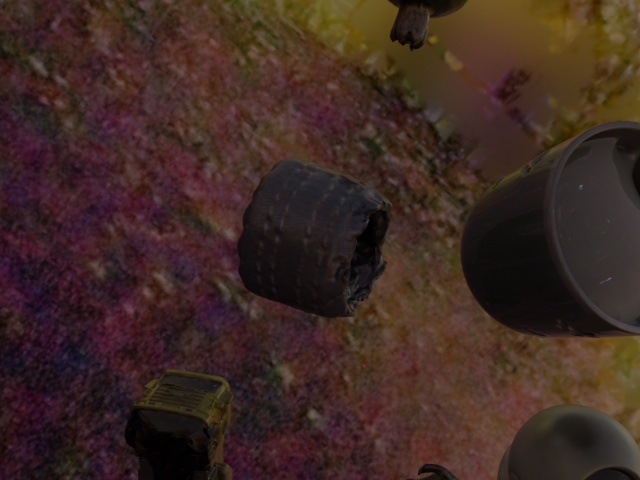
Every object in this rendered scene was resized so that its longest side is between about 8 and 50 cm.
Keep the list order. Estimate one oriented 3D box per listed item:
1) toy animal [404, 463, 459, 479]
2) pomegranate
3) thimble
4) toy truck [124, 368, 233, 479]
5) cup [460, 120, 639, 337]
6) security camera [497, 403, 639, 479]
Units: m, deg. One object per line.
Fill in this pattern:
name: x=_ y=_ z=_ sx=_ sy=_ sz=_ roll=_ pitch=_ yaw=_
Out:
toy animal: x=0.182 y=0.396 z=1.101 sx=0.073 sy=0.176 sz=0.217 roll=-108 pitch=-176 yaw=-57
pomegranate: x=0.187 y=-0.479 z=1.406 sx=0.202 sy=0.248 sz=0.202 roll=15 pitch=-2 yaw=0
thimble: x=0.000 y=0.000 z=1.084 sx=0.172 sy=0.205 sz=0.236 roll=19 pitch=6 yaw=15
toy truck: x=-0.266 y=0.455 z=1.552 sx=0.180 sy=0.405 sz=0.254 roll=6 pitch=28 yaw=9
cup: x=0.389 y=-0.004 z=1.044 sx=0.356 sy=0.274 sz=0.260 roll=-9 pitch=83 yaw=-19
security camera: x=0.363 y=0.336 z=1.107 sx=0.194 sy=0.194 sz=0.236 roll=53 pitch=-19 yaw=31
